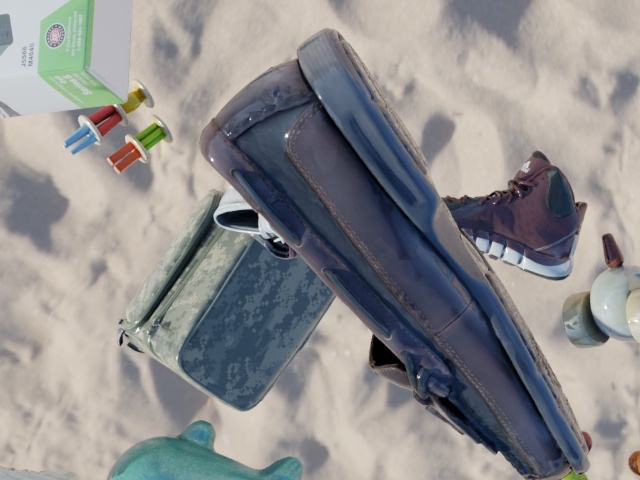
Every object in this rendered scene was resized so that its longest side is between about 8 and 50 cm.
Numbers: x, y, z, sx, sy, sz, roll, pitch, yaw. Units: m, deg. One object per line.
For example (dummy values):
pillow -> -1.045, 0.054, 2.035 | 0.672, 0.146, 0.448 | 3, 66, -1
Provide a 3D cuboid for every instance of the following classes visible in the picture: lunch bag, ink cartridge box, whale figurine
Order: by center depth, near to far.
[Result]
ink cartridge box -> -0.373, -0.259, 1.496 | 0.273, 0.198, 0.115 | -5, 164, 17
whale figurine -> -0.154, 0.343, 1.657 | 0.272, 0.216, 0.141 | -2, 161, -2
lunch bag -> -0.156, 0.080, 1.914 | 0.212, 0.256, 0.305 | 38, 82, -38

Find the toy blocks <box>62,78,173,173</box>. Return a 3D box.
toy blocks -> -0.307, -0.154, 1.868 | 0.148, 0.054, 0.123 | -39, 129, -19

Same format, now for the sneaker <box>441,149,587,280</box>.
sneaker -> 0.240, -0.061, 1.730 | 0.281, 0.106, 0.162 | 19, 99, -8

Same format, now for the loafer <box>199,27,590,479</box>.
loafer -> 0.046, 0.028, 0.688 | 0.095, 0.109, 0.302 | -30, 114, 9

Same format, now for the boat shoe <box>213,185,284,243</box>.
boat shoe -> -0.041, -0.027, 1.287 | 0.184, 0.063, 0.066 | 14, 147, 40

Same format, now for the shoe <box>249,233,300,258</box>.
shoe -> 0.000, 0.000, 1.396 | 0.178, 0.081, 0.063 | 33, 151, 14

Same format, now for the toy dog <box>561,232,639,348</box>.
toy dog -> 0.483, 0.065, 1.808 | 0.220, 0.334, 0.161 | -7, 87, 27

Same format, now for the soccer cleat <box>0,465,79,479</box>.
soccer cleat -> -0.410, 0.324, 1.650 | 0.068, 0.196, 0.076 | -35, 71, 44

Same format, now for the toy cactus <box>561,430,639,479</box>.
toy cactus -> 0.256, 0.271, 1.059 | 0.112, 0.180, 0.219 | -2, 148, 41
